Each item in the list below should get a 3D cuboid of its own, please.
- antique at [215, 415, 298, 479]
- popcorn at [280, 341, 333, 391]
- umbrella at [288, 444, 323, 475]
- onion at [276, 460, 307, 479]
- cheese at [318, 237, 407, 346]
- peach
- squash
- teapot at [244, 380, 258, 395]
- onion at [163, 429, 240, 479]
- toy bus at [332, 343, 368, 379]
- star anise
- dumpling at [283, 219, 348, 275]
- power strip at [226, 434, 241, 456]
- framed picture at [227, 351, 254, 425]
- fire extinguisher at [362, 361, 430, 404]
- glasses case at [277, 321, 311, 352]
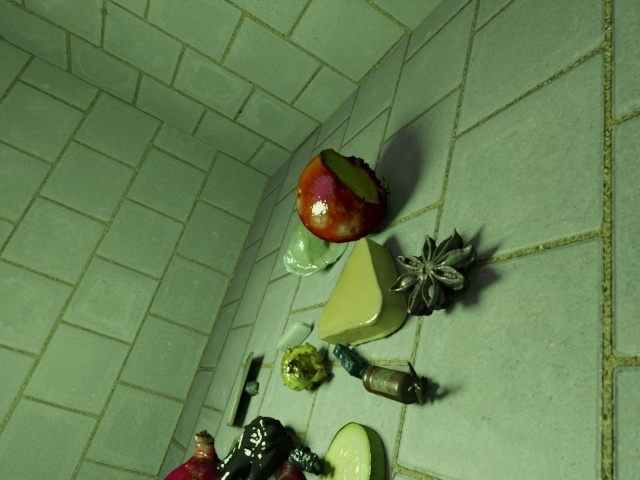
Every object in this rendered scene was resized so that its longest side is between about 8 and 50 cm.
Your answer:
[{"bbox_3d":[-0.212,0.719,1.476,0.255,0.185,0.322,-47,3,-10],"label":"antique"},{"bbox_3d":[-0.055,0.441,1.545,0.168,0.174,0.195,-51,0,-34],"label":"popcorn"},{"bbox_3d":[-0.040,0.633,1.265,0.224,0.081,0.071,126,143,-65],"label":"umbrella"},{"bbox_3d":[-0.065,0.748,1.148,0.247,0.112,0.249,-9,-79,-85],"label":"onion"},{"bbox_3d":[0.143,0.191,1.386,0.384,0.104,0.383,-51,24,33],"label":"cheese"},{"bbox_3d":[0.069,-0.152,1.651,0.309,0.336,0.405,-62,24,27],"label":"peach"},{"bbox_3d":[0.077,0.608,1.144,0.252,0.049,0.252,-54,21,32],"label":"squash"},{"bbox_3d":[-0.320,0.685,2.027,0.066,0.057,0.088,-66,19,-2],"label":"teapot"},{"bbox_3d":[-0.441,0.907,1.616,0.348,0.348,0.384,-29,57,58],"label":"onion"},{"bbox_3d":[0.090,0.373,1.358,0.047,0.065,0.166,-63,18,0],"label":"toy bus"},{"bbox_3d":[0.296,0.092,1.124,0.236,0.109,0.223,-42,33,11],"label":"star anise"},{"bbox_3d":[-0.028,-0.007,1.911,0.270,0.212,0.320,-132,58,-66],"label":"dumpling"},{"bbox_3d":[-0.395,1.013,1.819,0.092,0.066,0.387,-4,60,66],"label":"power strip"},{"bbox_3d":[-0.388,0.721,2.118,0.247,0.022,0.334,119,167,-63],"label":"framed picture"},{"bbox_3d":[0.186,0.351,1.081,0.075,0.106,0.252,-51,13,-22],"label":"fire extinguisher"},{"bbox_3d":[-0.110,0.401,1.813,0.197,0.076,0.049,-52,25,33],"label":"glasses case"}]
